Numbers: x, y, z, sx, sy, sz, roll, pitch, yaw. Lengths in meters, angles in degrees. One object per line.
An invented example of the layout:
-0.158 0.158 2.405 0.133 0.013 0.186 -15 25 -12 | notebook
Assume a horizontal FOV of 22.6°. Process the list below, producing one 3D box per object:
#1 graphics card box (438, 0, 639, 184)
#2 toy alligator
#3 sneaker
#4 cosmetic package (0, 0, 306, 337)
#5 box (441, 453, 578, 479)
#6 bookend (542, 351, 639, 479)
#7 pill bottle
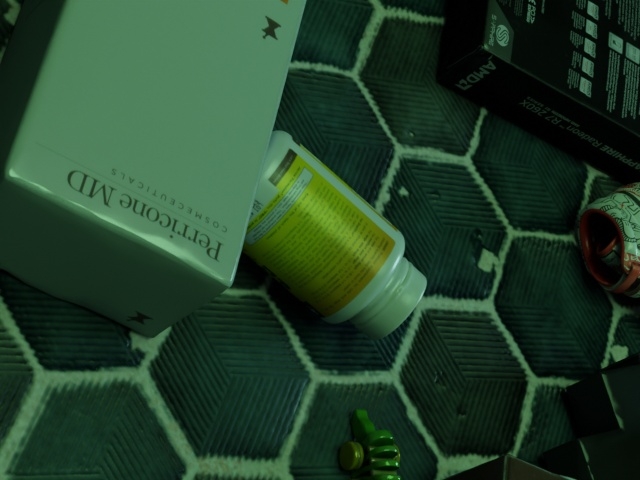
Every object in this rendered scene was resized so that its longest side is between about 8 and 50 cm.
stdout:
0.320 -0.221 1.925 0.371 0.094 0.232 25 57 -26 | graphics card box
0.058 0.250 1.542 0.056 0.051 0.189 8 65 -33 | toy alligator
0.395 0.062 1.854 0.145 0.090 0.270 -16 76 -39 | sneaker
-0.164 -0.167 1.501 0.230 0.161 0.453 27 56 -24 | cosmetic package
0.191 0.417 1.508 0.191 0.143 0.381 26 58 -24 | box
0.299 0.213 1.722 0.157 0.072 0.156 -7 73 -37 | bookend
0.000 0.000 1.572 0.215 0.117 0.117 41 51 -14 | pill bottle
